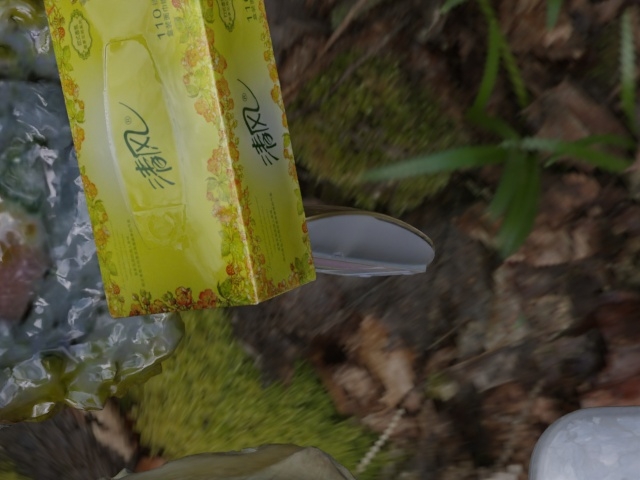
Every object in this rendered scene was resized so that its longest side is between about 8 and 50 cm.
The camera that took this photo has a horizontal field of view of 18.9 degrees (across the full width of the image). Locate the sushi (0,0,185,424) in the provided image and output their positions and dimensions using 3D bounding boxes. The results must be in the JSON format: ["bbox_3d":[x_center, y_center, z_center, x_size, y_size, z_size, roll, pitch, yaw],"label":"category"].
[{"bbox_3d":[-0.305,-0.045,1.342,0.397,0.240,0.351,-8,112,-18],"label":"sushi"}]

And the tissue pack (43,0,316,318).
[{"bbox_3d":[-0.071,-0.053,0.969,0.095,0.062,0.176,-6,98,31],"label":"tissue pack"}]

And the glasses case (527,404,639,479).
[{"bbox_3d":[0.223,0.127,0.987,0.233,0.059,0.092,-3,85,-6],"label":"glasses case"}]

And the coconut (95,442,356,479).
[{"bbox_3d":[-0.053,0.282,0.976,0.346,0.346,0.360,22,75,-2],"label":"coconut"}]

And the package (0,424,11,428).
[{"bbox_3d":[-0.257,0.133,1.245,0.110,0.037,0.015,-17,83,9],"label":"package"}]

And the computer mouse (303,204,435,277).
[{"bbox_3d":[0.000,-0.002,1.373,0.199,0.102,0.044,7,82,-49],"label":"computer mouse"}]
